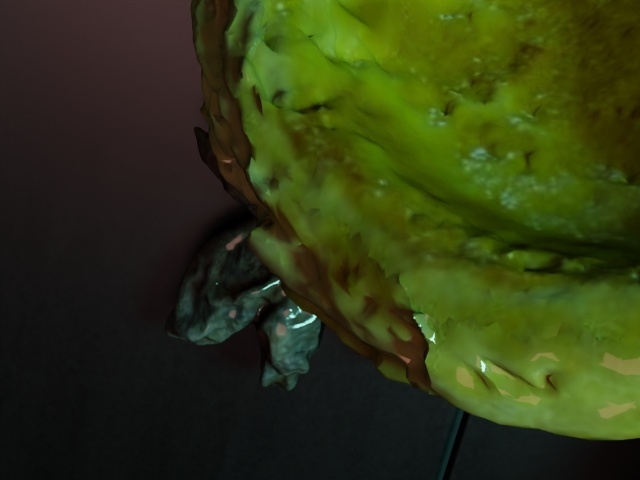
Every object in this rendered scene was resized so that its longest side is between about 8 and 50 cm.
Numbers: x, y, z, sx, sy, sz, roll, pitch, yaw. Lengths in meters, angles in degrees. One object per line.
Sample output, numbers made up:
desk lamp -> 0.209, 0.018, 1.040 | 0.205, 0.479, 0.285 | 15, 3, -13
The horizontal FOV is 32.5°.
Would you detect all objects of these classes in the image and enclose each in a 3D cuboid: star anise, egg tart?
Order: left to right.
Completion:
star anise -> 0.015, 0.007, 0.642 | 0.197, 0.073, 0.212 | 11, 115, -3
egg tart -> 0.128, -0.089, 0.492 | 0.388, 0.387, 0.169 | -18, 151, 9
